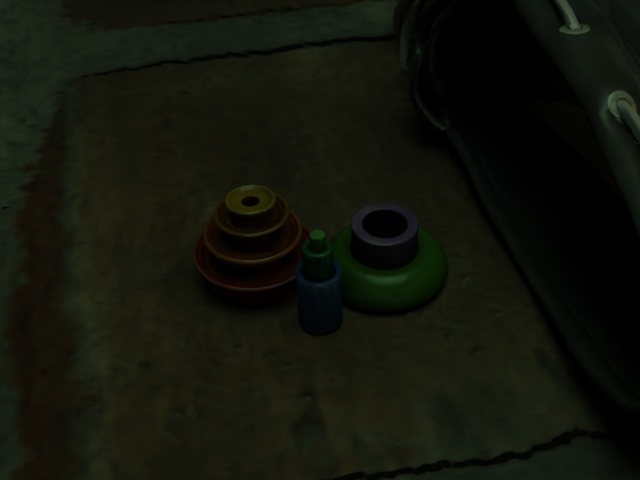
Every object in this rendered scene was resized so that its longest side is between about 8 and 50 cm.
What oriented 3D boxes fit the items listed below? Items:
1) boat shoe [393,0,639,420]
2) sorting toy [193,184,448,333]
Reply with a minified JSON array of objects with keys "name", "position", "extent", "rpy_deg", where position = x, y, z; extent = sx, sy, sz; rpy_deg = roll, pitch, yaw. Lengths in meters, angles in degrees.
[{"name":"boat shoe","position":[0.087,-0.063,0.405],"extent":[0.095,0.112,0.335],"rpy_deg":[-11,44,-18]},{"name":"sorting toy","position":[0.000,0.000,0.384],"extent":[0.102,0.042,0.061],"rpy_deg":[-1,40,0]}]
